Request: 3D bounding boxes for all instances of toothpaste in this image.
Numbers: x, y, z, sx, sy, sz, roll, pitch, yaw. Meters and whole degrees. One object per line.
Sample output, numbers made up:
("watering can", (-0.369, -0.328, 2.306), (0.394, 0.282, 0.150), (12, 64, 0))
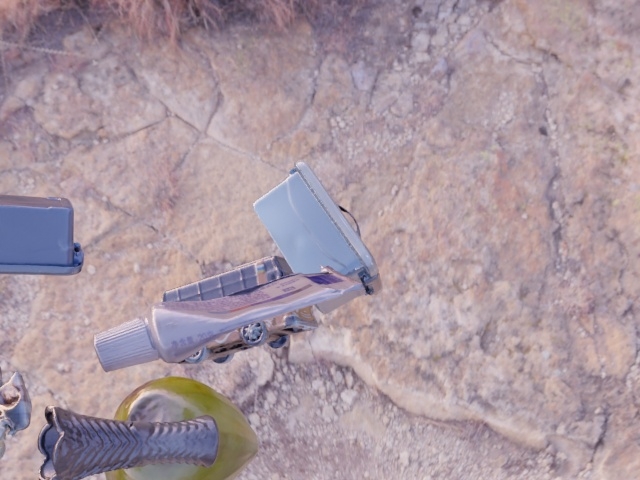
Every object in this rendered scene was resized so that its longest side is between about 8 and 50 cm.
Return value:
("toothpaste", (-0.100, 0.079, 0.730), (0.283, 0.068, 0.099), (-15, 41, -17))

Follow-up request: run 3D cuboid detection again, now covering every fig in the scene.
("fig", (-0.243, 0.368, 1.208), (0.271, 0.239, 0.239), (14, 60, -20))

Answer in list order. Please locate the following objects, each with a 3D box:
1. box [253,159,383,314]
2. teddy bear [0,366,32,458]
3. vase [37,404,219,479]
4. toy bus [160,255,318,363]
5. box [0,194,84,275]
("box", (0.000, 0.000, 1.068), (0.130, 0.162, 0.227), (-33, 68, -3))
("teddy bear", (-0.655, 0.465, 1.163), (0.328, 0.375, 0.362), (10, 24, 32))
("vase", (-0.266, 0.288, 0.959), (0.238, 0.115, 0.115), (8, 56, -32))
("toy bus", (-0.157, 0.139, 1.309), (0.275, 0.138, 0.167), (-17, 74, 17))
("box", (-0.239, -0.007, 0.534), (0.099, 0.074, 0.054), (3, 99, -24))
